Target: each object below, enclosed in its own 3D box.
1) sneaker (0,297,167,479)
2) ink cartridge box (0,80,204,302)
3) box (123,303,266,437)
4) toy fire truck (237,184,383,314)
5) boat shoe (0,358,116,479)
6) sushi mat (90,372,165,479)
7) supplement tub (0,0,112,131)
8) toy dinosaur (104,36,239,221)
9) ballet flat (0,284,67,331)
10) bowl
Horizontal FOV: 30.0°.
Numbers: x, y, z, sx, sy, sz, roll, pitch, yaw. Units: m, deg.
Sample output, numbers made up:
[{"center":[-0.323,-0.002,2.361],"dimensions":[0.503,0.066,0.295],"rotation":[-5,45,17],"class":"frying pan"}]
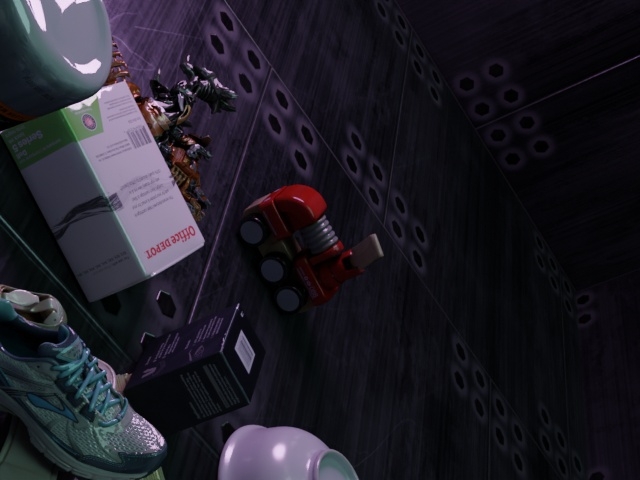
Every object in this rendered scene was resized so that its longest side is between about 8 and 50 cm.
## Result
[{"center":[-0.295,0.170,1.364],"dimensions":[0.283,0.122,0.110],"rotation":[30,29,3],"class":"sneaker"},{"center":[-0.306,-0.073,1.717],"dimensions":[0.273,0.115,0.198],"rotation":[64,25,-5],"class":"ink cartridge box"},{"center":[-0.174,0.184,1.680],"dimensions":[0.093,0.158,0.156],"rotation":[63,15,-17],"class":"box"},{"center":[0.000,0.000,2.121],"dimensions":[0.217,0.246,0.158],"rotation":[63,24,-10],"class":"toy fire truck"},{"center":[-0.336,0.257,1.419],"dimensions":[0.112,0.095,0.335],"rotation":[25,29,-4],"class":"boat shoe"},{"center":[-0.252,0.329,1.591],"dimensions":[0.151,0.019,0.316],"rotation":[9,61,-64],"class":"sushi mat"},{"center":[-0.419,-0.205,1.309],"dimensions":[0.207,0.338,0.207],"rotation":[-17,90,-70],"class":"supplement tub"},{"center":[-0.255,-0.190,1.906],"dimensions":[0.218,0.164,0.322],"rotation":[-47,135,-47],"class":"toy dinosaur"},{"center":[-0.368,0.089,1.522],"dimensions":[0.168,0.052,0.057],"rotation":[17,54,-60],"class":"ballet flat"},{"center":[-0.021,0.412,1.853],"dimensions":[0.298,0.134,0.298],"rotation":[45,33,-40],"class":"bowl"}]
